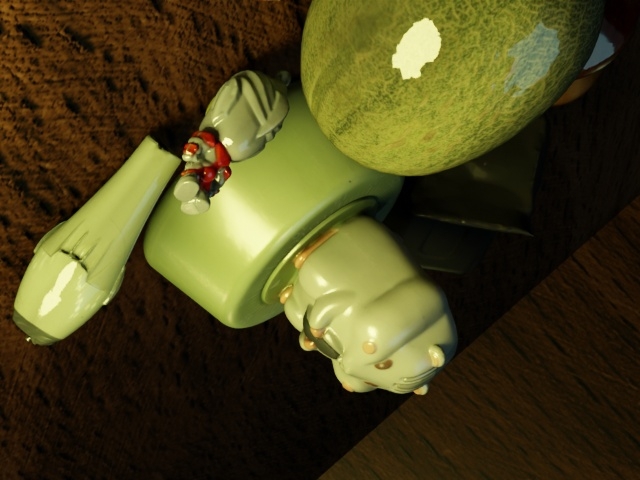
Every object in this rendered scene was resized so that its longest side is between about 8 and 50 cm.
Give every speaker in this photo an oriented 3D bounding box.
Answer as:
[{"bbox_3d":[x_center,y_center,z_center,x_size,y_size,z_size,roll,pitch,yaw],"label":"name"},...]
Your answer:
[{"bbox_3d":[0.153,-0.036,2.324,0.388,0.180,0.184,108,-9,-69],"label":"speaker"}]

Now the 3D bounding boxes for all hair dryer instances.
[{"bbox_3d":[-0.194,-0.014,1.897,0.219,0.088,0.225,-54,175,24],"label":"hair dryer"}]

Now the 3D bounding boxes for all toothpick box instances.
[{"bbox_3d":[0.253,-0.248,2.160,0.192,0.192,0.294,-42,171,-3],"label":"toothpick box"}]

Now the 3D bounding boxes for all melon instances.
[{"bbox_3d":[0.116,-0.201,1.805,0.329,0.248,0.248,-45,166,35],"label":"melon"}]

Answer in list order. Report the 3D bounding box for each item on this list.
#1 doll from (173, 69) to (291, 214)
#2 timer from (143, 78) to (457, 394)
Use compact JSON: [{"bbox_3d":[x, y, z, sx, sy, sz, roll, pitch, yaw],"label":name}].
[{"bbox_3d":[-0.085,-0.102,1.868,0.180,0.079,0.094,-55,141,-27],"label":"doll"},{"bbox_3d":[0.015,0.031,2.059,0.291,0.315,0.291,-38,164,-13],"label":"timer"}]
